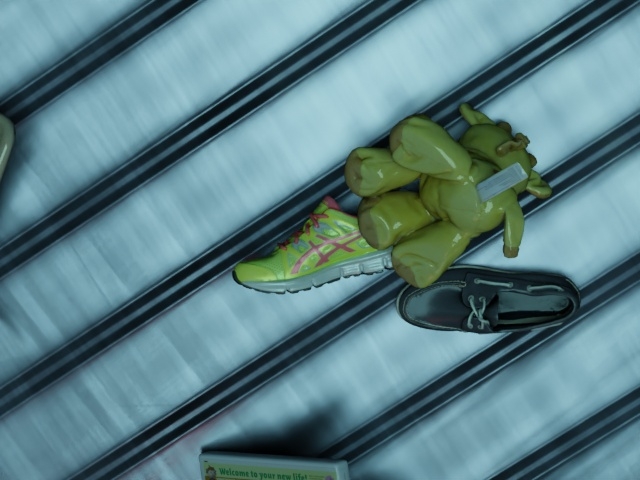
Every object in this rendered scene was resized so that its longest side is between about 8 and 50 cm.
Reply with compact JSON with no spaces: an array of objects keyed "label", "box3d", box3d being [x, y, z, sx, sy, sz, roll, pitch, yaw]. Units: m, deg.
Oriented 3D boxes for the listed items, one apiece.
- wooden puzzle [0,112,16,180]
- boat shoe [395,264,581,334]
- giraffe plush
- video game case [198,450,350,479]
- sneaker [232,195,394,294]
[{"label":"wooden puzzle","box3d":[-0.537,-0.048,1.691,0.348,0.080,0.322,23,99,2]},{"label":"boat shoe","box3d":[0.187,0.068,1.693,0.206,0.065,0.075,-2,100,2]},{"label":"giraffe plush","box3d":[0.154,-0.069,1.628,0.210,0.170,0.181,-11,106,31]},{"label":"video game case","box3d":[-0.043,0.334,1.698,0.212,0.023,0.193,-3,96,41]},{"label":"sneaker","box3d":[0.000,0.000,1.684,0.209,0.081,0.094,-15,99,-7]}]
